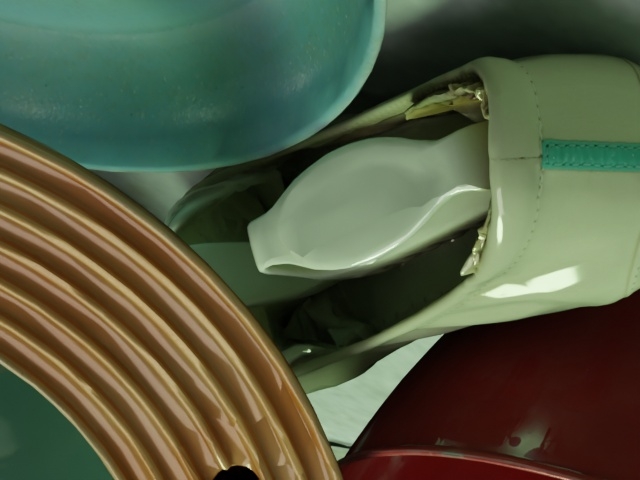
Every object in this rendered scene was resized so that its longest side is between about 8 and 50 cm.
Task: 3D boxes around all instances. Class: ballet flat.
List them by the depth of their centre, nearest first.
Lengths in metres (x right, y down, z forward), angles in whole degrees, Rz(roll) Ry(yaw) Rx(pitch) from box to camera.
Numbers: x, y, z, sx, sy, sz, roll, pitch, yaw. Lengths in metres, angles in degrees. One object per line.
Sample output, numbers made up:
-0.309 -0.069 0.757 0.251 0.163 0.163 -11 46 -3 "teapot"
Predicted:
0.000 0.000 0.573 0.086 0.086 0.248 33 149 -24 "ballet flat"

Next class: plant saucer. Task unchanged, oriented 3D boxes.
-0.127 -0.119 0.486 0.318 0.043 0.317 19 157 8 "plant saucer"

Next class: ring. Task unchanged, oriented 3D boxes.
-0.155 0.112 0.571 0.337 0.336 0.032 27 -165 -12 "ring"

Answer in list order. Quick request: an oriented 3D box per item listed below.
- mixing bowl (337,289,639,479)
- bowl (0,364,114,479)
0.101 0.065 0.614 0.181 0.098 0.181 18 156 8 "mixing bowl"
-0.185 0.087 0.736 0.312 0.311 0.163 15 112 17 "bowl"
